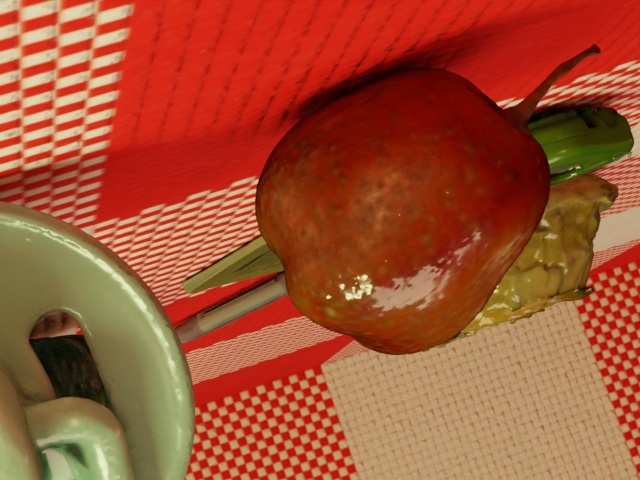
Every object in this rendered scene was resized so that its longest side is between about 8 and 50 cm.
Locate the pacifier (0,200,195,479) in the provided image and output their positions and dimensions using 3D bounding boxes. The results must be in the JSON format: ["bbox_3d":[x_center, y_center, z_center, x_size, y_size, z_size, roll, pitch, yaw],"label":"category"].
[{"bbox_3d":[-0.238,0.111,0.977,0.343,0.288,0.269,-15,-161,-1],"label":"pacifier"}]

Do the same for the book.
[{"bbox_3d":[0.000,0.000,1.487,0.192,0.013,0.168,-14,170,-36],"label":"book"}]

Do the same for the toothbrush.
[{"bbox_3d":[-0.116,0.084,1.757,0.029,0.024,0.354,-20,175,-42],"label":"toothbrush"}]

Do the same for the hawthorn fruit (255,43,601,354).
[{"bbox_3d":[0.066,-0.034,0.963,0.203,0.162,0.163,-40,164,24],"label":"hawthorn fruit"}]

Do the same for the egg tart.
[{"bbox_3d":[0.160,0.031,1.709,0.315,0.120,0.315,-18,173,-2],"label":"egg tart"}]

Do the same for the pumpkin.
[{"bbox_3d":[-0.247,0.156,1.461,0.212,0.152,0.211,-7,-178,0],"label":"pumpkin"}]

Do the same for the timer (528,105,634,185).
[{"bbox_3d":[0.163,-0.064,1.317,0.128,0.047,0.140,-23,172,38],"label":"timer"}]
